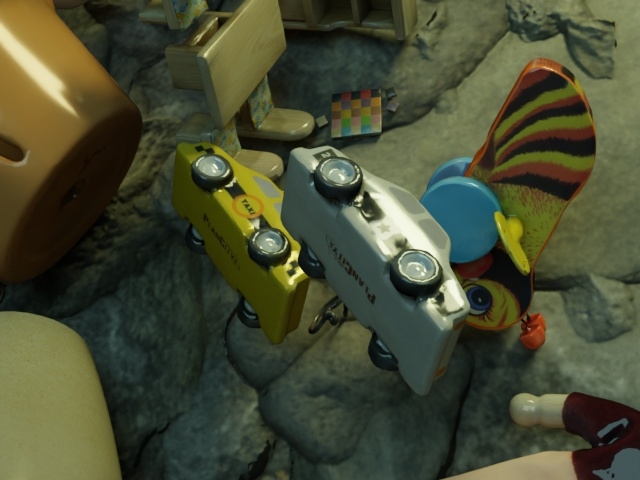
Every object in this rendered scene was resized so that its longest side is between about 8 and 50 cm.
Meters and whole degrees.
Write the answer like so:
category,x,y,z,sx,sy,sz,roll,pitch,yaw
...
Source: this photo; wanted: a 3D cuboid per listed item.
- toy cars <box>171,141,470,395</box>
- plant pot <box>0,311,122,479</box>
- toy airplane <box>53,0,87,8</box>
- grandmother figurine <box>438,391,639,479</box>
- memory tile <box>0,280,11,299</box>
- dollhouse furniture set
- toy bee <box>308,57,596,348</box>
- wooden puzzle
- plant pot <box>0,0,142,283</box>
category,x,y,z,sx,sy,sz,roll,pitch,yaw
toy cars,0.000,0.000,0.898,0.087,0.177,0.393,-23,16,-27
plant pot,-0.268,0.203,0.921,0.256,0.256,0.274,-10,49,10
toy airplane,-0.254,-0.358,1.112,0.386,0.273,0.384,20,29,30
grandmother figurine,0.208,0.205,0.864,0.342,0.104,0.208,-21,72,7
memory tile,-0.368,0.043,1.126,0.148,0.012,0.113,-46,64,-8
dollhouse furniture set,-0.028,-0.196,1.034,0.161,0.212,0.242,8,42,23
toy bee,0.150,0.002,0.951,0.162,0.298,0.195,38,42,-2
wooden puzzle,0.036,-0.123,1.099,0.083,0.006,0.049,-5,66,13
plant pot,-0.304,-0.095,1.038,0.203,0.291,0.291,36,79,7
